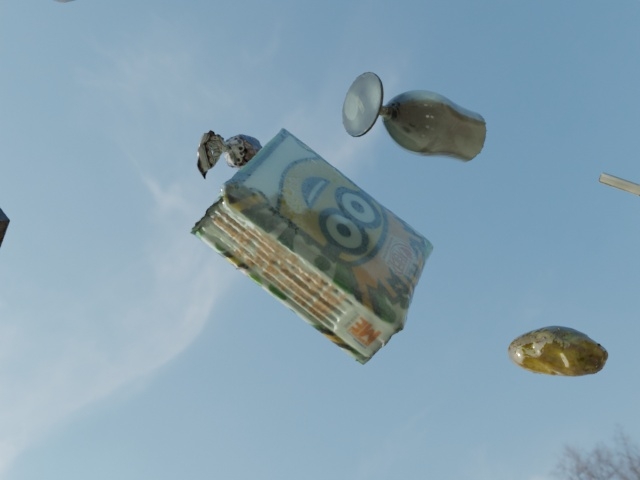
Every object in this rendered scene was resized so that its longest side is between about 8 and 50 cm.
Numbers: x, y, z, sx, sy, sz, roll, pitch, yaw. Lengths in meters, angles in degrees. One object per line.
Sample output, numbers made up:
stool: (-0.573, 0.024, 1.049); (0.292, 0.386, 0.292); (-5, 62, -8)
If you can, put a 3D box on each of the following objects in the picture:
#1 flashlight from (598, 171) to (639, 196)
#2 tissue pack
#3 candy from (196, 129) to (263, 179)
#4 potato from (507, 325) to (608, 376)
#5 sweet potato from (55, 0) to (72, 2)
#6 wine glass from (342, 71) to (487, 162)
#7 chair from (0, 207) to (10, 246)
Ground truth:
flashlight: (0.484, -0.086, 1.134); (0.018, 0.083, 0.018); (8, -74, -51)
tissue pack: (0.000, 0.000, 1.045); (0.310, 0.228, 0.128); (38, -54, -4)
candy: (-0.117, -0.134, 1.183); (0.226, 0.051, 0.094); (7, -87, -53)
potato: (0.204, 0.095, 0.623); (0.045, 0.092, 0.047); (-29, -73, -37)
sweet potato: (-0.329, -0.310, 0.783); (0.057, 0.264, 0.057); (-27, -48, -36)
wine glass: (0.136, -0.166, 0.999); (0.202, 0.093, 0.093); (12, -65, -33)
chair: (-0.602, -0.075, 0.843); (0.240, 0.416, 0.203); (-9, -44, -55)
